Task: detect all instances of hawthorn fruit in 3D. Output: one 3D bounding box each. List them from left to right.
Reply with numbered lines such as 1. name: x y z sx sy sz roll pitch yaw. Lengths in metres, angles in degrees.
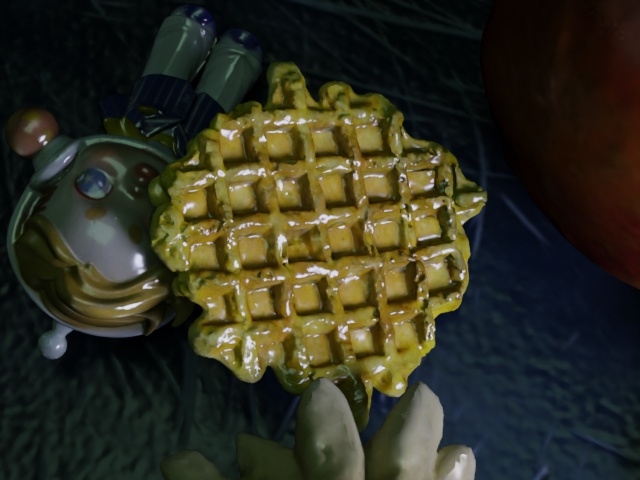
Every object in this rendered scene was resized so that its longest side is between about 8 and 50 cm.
1. hawthorn fruit: 0.268 -0.108 0.895 0.308 0.308 0.325 -31 89 -10

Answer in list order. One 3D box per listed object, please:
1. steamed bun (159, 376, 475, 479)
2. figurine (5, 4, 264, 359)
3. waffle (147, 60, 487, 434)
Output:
1. steamed bun: -0.002 0.237 0.841 0.427 0.189 0.247 -13 109 3
2. figurine: -0.139 -0.054 0.971 0.193 0.133 0.274 9 63 -20
3. waffle: 0.000 0.000 0.925 0.238 0.058 0.243 43 64 -18
